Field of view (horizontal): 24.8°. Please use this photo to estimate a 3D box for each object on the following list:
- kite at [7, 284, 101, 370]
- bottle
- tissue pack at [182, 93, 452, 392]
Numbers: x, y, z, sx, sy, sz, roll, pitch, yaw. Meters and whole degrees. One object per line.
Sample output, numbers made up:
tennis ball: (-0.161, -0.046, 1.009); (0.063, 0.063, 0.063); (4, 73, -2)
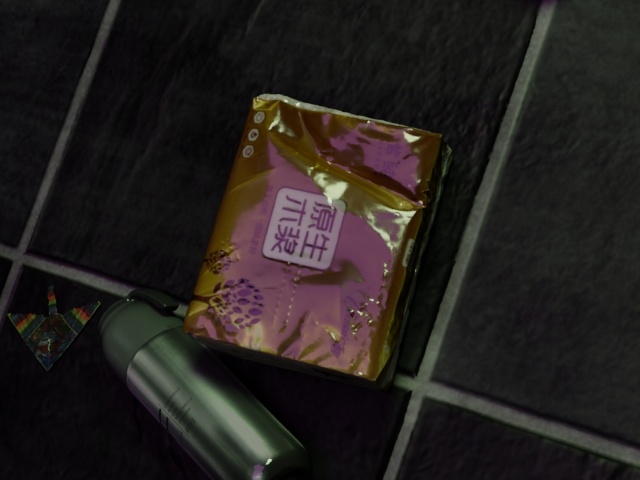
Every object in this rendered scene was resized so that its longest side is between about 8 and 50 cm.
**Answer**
kite: (-0.268, 0.087, 1.458); (0.122, 0.004, 0.090); (-14, 67, 28)
bottle: (-0.106, 0.137, 1.291); (0.253, 0.079, 0.096); (41, 119, 35)
tissue pack: (0.000, 0.000, 1.248); (0.183, 0.092, 0.226); (13, 80, 16)
